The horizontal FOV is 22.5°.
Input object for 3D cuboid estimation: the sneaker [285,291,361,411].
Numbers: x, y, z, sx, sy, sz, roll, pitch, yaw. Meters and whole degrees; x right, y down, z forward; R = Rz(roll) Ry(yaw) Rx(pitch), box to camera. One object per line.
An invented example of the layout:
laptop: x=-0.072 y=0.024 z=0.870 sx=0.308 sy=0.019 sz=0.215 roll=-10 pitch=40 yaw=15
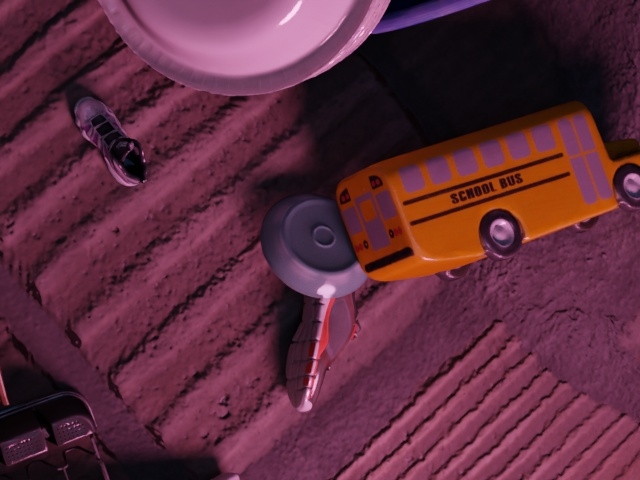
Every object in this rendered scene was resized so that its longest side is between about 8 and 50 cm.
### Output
sneaker: x=0.012 y=0.098 z=1.613 sx=0.065 sy=0.061 sz=0.158 roll=15 pitch=88 yaw=-27

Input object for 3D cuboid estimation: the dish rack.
dish rack: x=-0.274 y=0.299 z=1.509 sx=0.208 sy=0.074 sz=0.271 roll=-20 pitch=101 yaw=-18

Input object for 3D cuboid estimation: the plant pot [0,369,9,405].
plant pot: x=-0.376 y=0.085 z=1.418 sx=0.165 sy=0.167 sz=0.167 roll=-13 pitch=98 yaw=-11

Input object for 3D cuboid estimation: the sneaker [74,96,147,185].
sneaker: x=-0.192 y=-0.095 z=1.518 sx=0.038 sy=0.069 sz=0.098 roll=-40 pitch=106 yaw=-15

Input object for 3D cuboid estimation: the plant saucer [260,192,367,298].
plant saucer: x=0.000 y=0.000 z=1.590 sx=0.119 sy=0.021 sz=0.119 roll=10 pitch=57 yaw=-16

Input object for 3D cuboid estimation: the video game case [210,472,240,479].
video game case: x=-0.136 y=0.358 z=1.531 sx=0.227 sy=0.026 sz=0.206 roll=-23 pitch=104 yaw=-47

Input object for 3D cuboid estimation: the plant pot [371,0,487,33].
plant pot: x=0.152 y=-0.349 z=1.536 sx=0.212 sy=0.236 sz=0.236 roll=-25 pitch=101 yaw=-49

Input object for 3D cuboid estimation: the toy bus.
toy bus: x=0.188 y=-0.049 z=1.620 sx=0.333 sy=0.108 sz=0.130 roll=-19 pitch=86 yaw=-31

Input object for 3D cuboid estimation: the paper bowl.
paper bowl: x=-0.076 y=-0.271 z=1.445 sx=0.284 sy=0.148 sz=0.284 roll=3 pitch=103 yaw=14
